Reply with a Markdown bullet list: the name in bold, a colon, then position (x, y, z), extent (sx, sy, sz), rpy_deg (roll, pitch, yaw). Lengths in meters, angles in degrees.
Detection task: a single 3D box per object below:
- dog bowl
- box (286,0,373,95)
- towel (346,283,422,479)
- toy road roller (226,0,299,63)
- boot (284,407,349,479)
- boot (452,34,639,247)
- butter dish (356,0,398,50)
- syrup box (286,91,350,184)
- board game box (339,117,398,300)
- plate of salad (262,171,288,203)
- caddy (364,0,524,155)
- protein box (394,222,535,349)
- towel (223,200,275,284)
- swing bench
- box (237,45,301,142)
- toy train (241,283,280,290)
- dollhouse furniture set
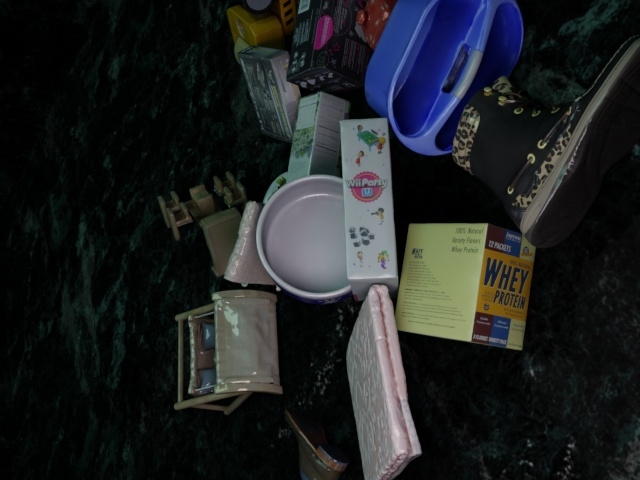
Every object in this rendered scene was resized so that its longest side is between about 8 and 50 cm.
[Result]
- **dog bowl**: position (0.000, 0.000, 1.734), extent (0.104, 0.264, 0.265), rpy_deg (77, -164, -75)
- **box**: position (0.033, -0.490, 1.957), extent (0.163, 0.142, 0.247), rpy_deg (-4, 74, 54)
- **towel**: position (0.110, 0.287, 1.542), extent (0.332, 0.053, 0.317), rpy_deg (105, 159, -62)
- **toy road roller**: position (-0.117, -0.612, 2.192), extent (0.202, 0.240, 0.330), rpy_deg (50, 155, 48)
- **boot**: position (-0.032, 0.459, 1.773), extent (0.219, 0.082, 0.106), rpy_deg (38, 106, 49)
- **boot**: position (0.393, -0.211, 1.399), extent (0.284, 0.138, 0.377), rpy_deg (51, 124, 48)
- **butter dish**: position (0.137, -0.492, 1.816), extent (0.160, 0.118, 0.160), rpy_deg (114, 148, -48)
- **syrup box**: position (-0.006, -0.226, 1.955), extent (0.093, 0.096, 0.237), rpy_deg (-5, 75, 54)
- **board game box**: position (0.095, -0.053, 1.574), extent (0.224, 0.097, 0.303), rpy_deg (72, -164, -75)
- **plate of salad**: position (-0.105, -0.081, 2.078), extent (0.200, 0.048, 0.200), rpy_deg (-23, 60, 48)
- **caddy**: position (0.240, -0.333, 1.550), extent (0.341, 0.241, 0.179), rpy_deg (-66, 31, 14)
- **protein box**: position (0.258, 0.080, 1.469), extent (0.199, 0.136, 0.201), rpy_deg (1, 80, 54)
- **towel**: position (-0.115, 0.009, 1.882), extent (0.049, 0.282, 0.187), rpy_deg (18, 94, 27)
- **swing bench**: position (-0.231, 0.277, 2.028), extent (0.254, 0.165, 0.253), rpy_deg (-31, 54, 43)
- **box**: position (-0.117, -0.372, 2.078), extent (0.183, 0.056, 0.231), rpy_deg (25, 138, 53)
- **toy train**: position (-0.157, 0.067, 2.066), extent (0.166, 0.046, 0.125), rpy_deg (-6, 82, 40)
- **dollhouse furniture set**: position (-0.287, -0.041, 2.193), extent (0.242, 0.212, 0.161), rpy_deg (46, 153, 50)
